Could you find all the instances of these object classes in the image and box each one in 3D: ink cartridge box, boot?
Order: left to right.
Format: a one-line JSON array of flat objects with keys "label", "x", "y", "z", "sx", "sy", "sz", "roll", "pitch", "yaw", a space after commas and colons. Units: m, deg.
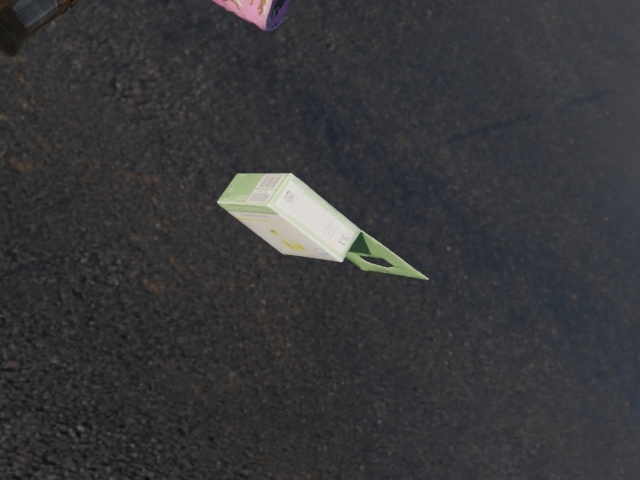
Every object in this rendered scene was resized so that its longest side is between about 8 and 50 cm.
[{"label": "boot", "x": -0.533, "y": -0.466, "z": 1.684, "sx": 0.109, "sy": 0.283, "sz": 0.220, "roll": 50, "pitch": 65, "yaw": -19}, {"label": "ink cartridge box", "x": 0.000, "y": 0.000, "z": 1.122, "sx": 0.235, "sy": 0.171, "sz": 0.056, "roll": 39, "pitch": 76, "yaw": -24}]

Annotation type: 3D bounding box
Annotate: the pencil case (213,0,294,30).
[{"label": "pencil case", "x": -0.211, "y": -0.529, "z": 1.607, "sx": 0.386, "sy": 0.160, "sz": 0.167, "roll": 30, "pitch": 9, "yaw": 6}]
